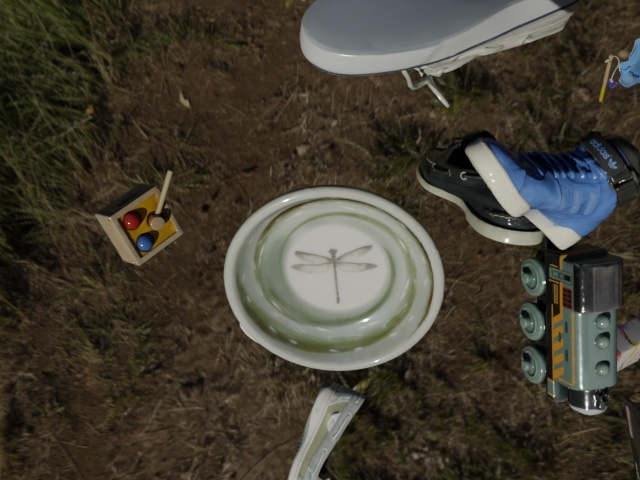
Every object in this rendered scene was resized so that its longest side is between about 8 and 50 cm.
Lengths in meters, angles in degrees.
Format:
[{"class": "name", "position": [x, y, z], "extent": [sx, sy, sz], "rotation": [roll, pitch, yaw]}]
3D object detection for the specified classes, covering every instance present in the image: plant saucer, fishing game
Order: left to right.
[{"class": "plant saucer", "position": [0.026, 0.062, 1.303], "extent": [0.401, 0.400, 0.100], "rotation": [8, 31, 1]}, {"class": "fishing game", "position": [0.603, -0.355, 1.250], "extent": [0.264, 0.189, 0.041], "rotation": [-35, 64, 2]}]

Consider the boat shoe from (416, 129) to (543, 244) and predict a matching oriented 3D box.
[{"class": "boat shoe", "position": [0.236, -0.106, 1.048], "extent": [0.127, 0.340, 0.113], "rotation": [3, 112, -8]}]

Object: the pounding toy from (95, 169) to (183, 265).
[{"class": "pounding toy", "position": [-0.327, -0.047, 1.323], "extent": [0.141, 0.100, 0.130], "rotation": [-40, 120, -28]}]

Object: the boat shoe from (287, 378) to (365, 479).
[{"class": "boat shoe", "position": [0.003, 0.469, 1.531], "extent": [0.103, 0.118, 0.320], "rotation": [18, 85, 11]}]

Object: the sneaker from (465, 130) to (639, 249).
[{"class": "sneaker", "position": [0.165, -0.049, 0.473], "extent": [0.084, 0.152, 0.058], "rotation": [-40, 48, 23]}]

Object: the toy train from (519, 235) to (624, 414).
[{"class": "toy train", "position": [0.467, 0.155, 1.302], "extent": [0.142, 0.190, 0.333], "rotation": [-6, 100, -15]}]

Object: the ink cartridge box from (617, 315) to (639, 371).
[{"class": "ink cartridge box", "position": [0.730, 0.261, 1.704], "extent": [0.198, 0.115, 0.067], "rotation": [-21, 54, -23]}]

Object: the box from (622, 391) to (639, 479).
[{"class": "box", "position": [0.807, 0.540, 1.627], "extent": [0.073, 0.293, 0.295], "rotation": [-12, 99, 3]}]

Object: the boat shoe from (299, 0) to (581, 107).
[{"class": "boat shoe", "position": [0.145, -0.240, 0.819], "extent": [0.367, 0.156, 0.136], "rotation": [-24, 63, -17]}]

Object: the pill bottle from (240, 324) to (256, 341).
[{"class": "pill bottle", "position": [-0.101, 0.153, 1.739], "extent": [0.119, 0.119, 0.208], "rotation": [31, 59, 8]}]
